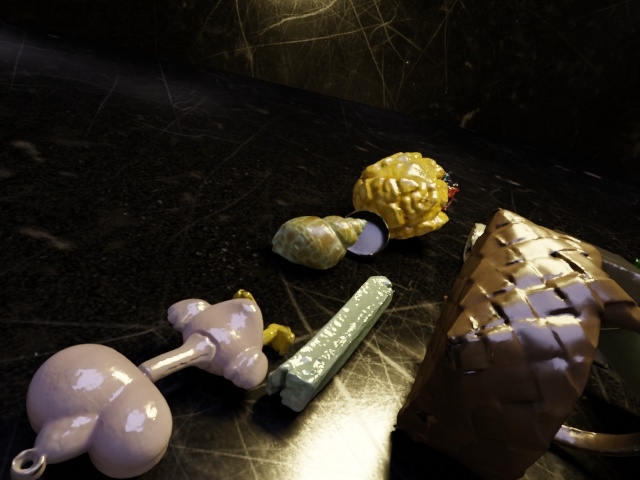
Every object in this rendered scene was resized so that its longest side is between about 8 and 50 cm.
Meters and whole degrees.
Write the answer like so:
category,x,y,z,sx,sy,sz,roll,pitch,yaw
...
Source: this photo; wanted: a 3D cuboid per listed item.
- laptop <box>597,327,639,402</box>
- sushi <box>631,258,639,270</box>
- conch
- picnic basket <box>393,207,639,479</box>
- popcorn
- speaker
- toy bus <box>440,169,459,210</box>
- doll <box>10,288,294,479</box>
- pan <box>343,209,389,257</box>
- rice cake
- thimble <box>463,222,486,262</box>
category,x,y,z,sx,sy,sz,roll,pitch,yaw
laptop,0.485,0.206,0.680,0.188,0.015,0.269,57,5,18
sushi,0.865,0.121,1.184,0.224,0.127,0.124,9,25,-17
conch,-0.013,-0.001,0.932,0.172,0.106,0.116,16,20,19
picnic basket,0.300,0.161,0.595,0.336,0.293,0.338,6,46,-6
popcorn,0.203,-0.105,1.148,0.249,0.190,0.250,4,52,-6
speaker,0.583,0.106,1.062,0.179,0.184,0.388,27,17,16
toy bus,0.378,-0.173,1.503,0.073,0.097,0.235,17,25,-2
doll,-0.172,0.150,0.553,0.160,0.094,0.365,38,33,17
pan,0.047,-0.004,1.030,0.211,0.040,0.115,-9,59,-11
rice cake,0.035,0.139,0.724,0.062,0.066,0.336,34,29,16
thimble,0.396,0.018,1.133,0.090,0.102,0.115,20,19,8
